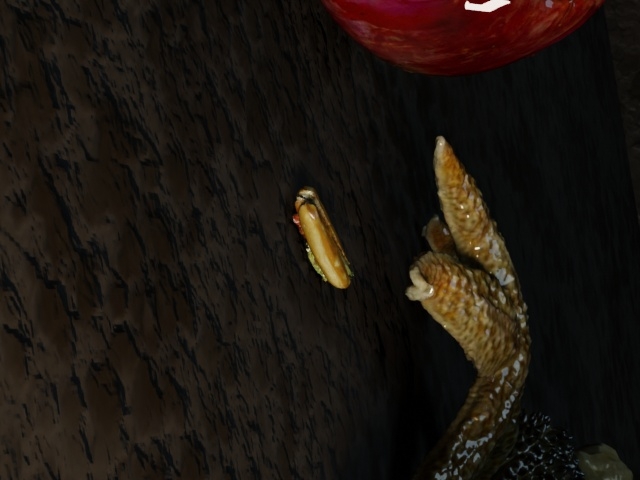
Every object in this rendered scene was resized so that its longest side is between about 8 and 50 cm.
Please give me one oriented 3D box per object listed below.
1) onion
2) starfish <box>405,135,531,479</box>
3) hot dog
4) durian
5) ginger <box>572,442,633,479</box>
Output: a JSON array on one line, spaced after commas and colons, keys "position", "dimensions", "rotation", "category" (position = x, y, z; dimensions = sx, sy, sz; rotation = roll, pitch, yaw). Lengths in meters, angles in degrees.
[{"position": [0.097, -0.252, 1.283], "dimensions": [0.276, 0.276, 0.276], "rotation": [-10, 90, -74], "category": "onion"}, {"position": [0.111, 0.079, 1.365], "dimensions": [0.327, 0.094, 0.375], "rotation": [-71, 159, -65], "category": "starfish"}, {"position": [0.000, 0.000, 1.175], "dimensions": [0.037, 0.021, 0.083], "rotation": [-97, 167, -50], "category": "hot dog"}, {"position": [0.186, 0.203, 1.568], "dimensions": [0.188, 0.091, 0.148], "rotation": [-33, 113, -75], "category": "durian"}, {"position": [0.244, 0.352, 1.635], "dimensions": [0.190, 0.126, 0.354], "rotation": [77, 16, -52], "category": "ginger"}]
